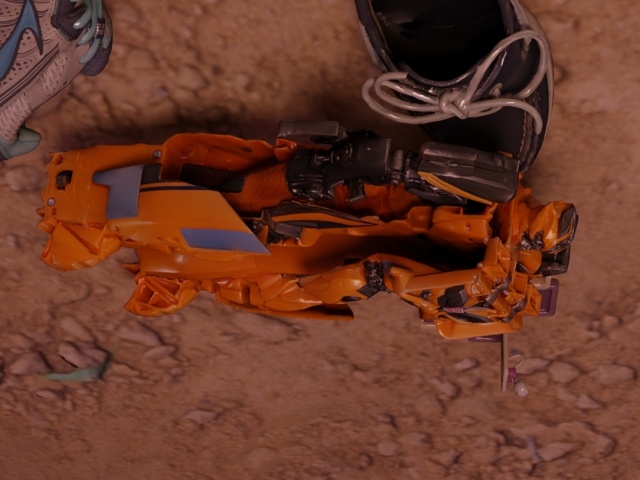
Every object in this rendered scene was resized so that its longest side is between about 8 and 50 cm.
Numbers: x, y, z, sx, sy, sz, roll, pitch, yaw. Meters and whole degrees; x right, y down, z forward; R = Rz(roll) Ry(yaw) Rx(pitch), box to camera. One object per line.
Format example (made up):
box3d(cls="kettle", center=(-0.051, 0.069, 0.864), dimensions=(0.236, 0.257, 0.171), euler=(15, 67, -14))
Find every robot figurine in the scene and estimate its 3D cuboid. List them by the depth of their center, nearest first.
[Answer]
box3d(cls="robot figurine", center=(0.000, 0.000, 0.805), dimensions=(0.291, 0.085, 0.211), euler=(2, 163, 22))

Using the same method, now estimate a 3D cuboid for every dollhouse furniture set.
box3d(cls="dollhouse furniture set", center=(0.109, 0.043, 0.894), dimensions=(0.091, 0.081, 0.114), euler=(2, 142, 4))

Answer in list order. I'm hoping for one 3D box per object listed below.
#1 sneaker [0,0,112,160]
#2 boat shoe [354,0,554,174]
box3d(cls="sneaker", center=(-0.158, -0.137, 0.709), dimensions=(0.122, 0.110, 0.283), euler=(4, 148, -29))
box3d(cls="boat shoe", center=(0.066, -0.106, 0.714), dimensions=(0.095, 0.079, 0.254), euler=(-7, 141, 13))
